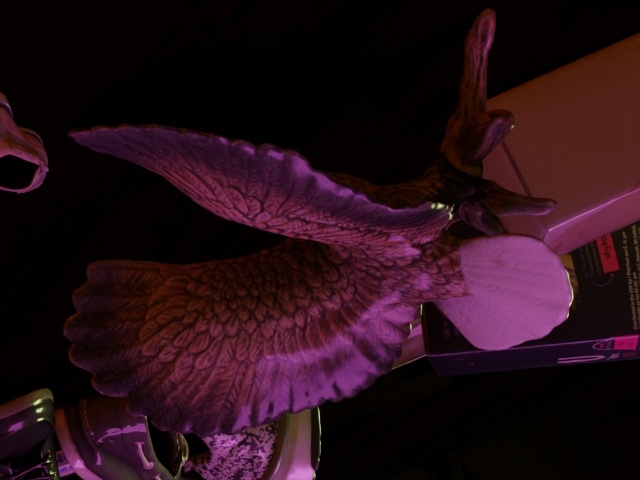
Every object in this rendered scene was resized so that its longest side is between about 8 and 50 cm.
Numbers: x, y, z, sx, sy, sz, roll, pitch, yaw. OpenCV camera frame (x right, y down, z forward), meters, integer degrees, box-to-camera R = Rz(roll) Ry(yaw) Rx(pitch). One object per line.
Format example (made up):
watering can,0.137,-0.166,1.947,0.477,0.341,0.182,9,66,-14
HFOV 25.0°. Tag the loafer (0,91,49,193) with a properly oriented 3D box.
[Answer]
loafer,-0.176,-0.043,0.802,0.045,0.039,0.125,-25,166,-5

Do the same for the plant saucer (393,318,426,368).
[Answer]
plant saucer,0.130,0.092,1.776,0.310,0.050,0.310,-24,165,-7

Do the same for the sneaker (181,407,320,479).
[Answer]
sneaker,-0.154,0.274,1.872,0.182,0.158,0.410,17,149,-22

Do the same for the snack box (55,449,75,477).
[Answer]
snack box,-0.321,0.269,1.701,0.178,0.022,0.064,-17,162,-29

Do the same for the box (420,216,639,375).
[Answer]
box,0.237,0.048,1.451,0.270,0.143,0.165,-6,167,8

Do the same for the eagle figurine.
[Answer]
eagle figurine,-0.007,-0.001,0.952,0.298,0.226,0.225,-21,-174,-34

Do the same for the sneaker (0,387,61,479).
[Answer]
sneaker,-0.281,0.222,1.410,0.083,0.118,0.222,-21,165,-17

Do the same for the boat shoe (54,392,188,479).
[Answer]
boat shoe,-0.192,0.228,1.596,0.095,0.112,0.335,-22,162,4

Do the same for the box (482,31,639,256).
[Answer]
box,0.290,-0.103,1.203,0.311,0.121,0.148,-25,166,-4
